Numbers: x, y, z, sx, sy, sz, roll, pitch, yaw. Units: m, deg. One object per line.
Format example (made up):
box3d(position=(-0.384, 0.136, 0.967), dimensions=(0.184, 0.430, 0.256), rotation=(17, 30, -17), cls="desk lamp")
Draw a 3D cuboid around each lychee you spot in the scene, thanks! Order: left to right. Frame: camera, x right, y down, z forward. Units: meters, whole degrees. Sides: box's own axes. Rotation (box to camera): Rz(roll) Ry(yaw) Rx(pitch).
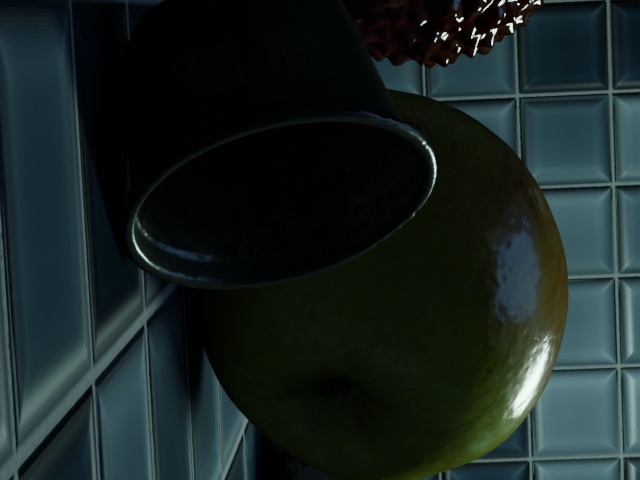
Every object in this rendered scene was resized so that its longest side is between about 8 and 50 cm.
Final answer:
box3d(position=(0.072, -0.296, 1.683), dimensions=(0.330, 0.306, 0.306), rotation=(172, -84, -69), cls="lychee")

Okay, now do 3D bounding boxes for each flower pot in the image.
box3d(position=(-0.031, -0.059, 0.948), dimensions=(0.157, 0.157, 0.107), rotation=(82, -6, -63), cls="flower pot")

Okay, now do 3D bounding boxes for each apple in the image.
box3d(position=(0.037, 0.031, 1.226), dimensions=(0.261, 0.261, 0.194), rotation=(85, 20, -45), cls="apple")

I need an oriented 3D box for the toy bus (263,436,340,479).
box3d(position=(0.001, 0.293, 1.649), dimensions=(0.138, 0.112, 0.317), rotation=(101, -7, -51), cls="toy bus")
